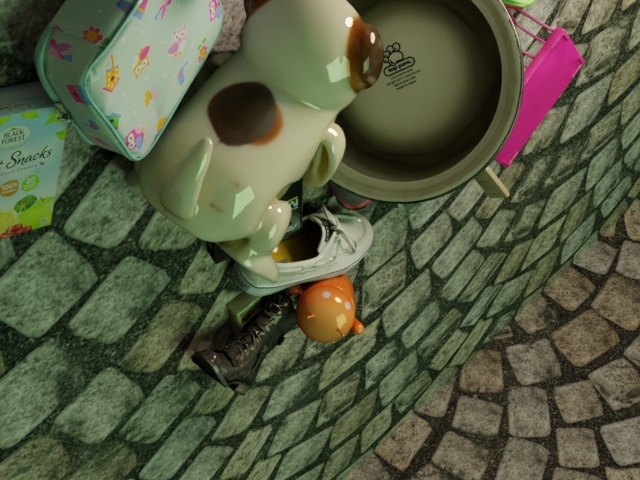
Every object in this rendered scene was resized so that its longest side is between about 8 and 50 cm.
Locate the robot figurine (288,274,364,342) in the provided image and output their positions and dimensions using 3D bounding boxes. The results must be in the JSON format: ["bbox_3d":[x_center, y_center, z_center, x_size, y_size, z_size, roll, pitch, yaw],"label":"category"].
[{"bbox_3d":[0.013,0.136,2.141,0.128,0.219,0.158,-15,110,6],"label":"robot figurine"}]

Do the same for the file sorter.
[{"bbox_3d":[0.397,-0.346,2.206,0.290,0.182,0.202,-55,153,7],"label":"file sorter"}]

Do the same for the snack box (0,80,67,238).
[{"bbox_3d":[-0.431,-0.095,1.328,0.174,0.070,0.207,-23,142,-45],"label":"snack box"}]

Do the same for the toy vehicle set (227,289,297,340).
[{"bbox_3d":[-0.086,0.112,2.209,0.267,0.035,0.166,-40,153,-20],"label":"toy vehicle set"}]

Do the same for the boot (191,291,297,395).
[{"bbox_3d":[-0.146,0.199,2.109,0.229,0.091,0.263,-52,158,-6],"label":"boot"}]

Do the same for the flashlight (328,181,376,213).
[{"bbox_3d":[0.038,-0.130,1.994,0.103,0.103,0.304,-11,167,17],"label":"flashlight"}]

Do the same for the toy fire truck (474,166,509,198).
[{"bbox_3d":[0.277,-0.194,2.064,0.159,0.217,0.246,-15,100,-32],"label":"toy fire truck"}]

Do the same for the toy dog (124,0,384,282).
[{"bbox_3d":[-0.096,-0.197,1.486,0.408,0.285,0.395,-55,163,-1],"label":"toy dog"}]

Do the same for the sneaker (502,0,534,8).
[{"bbox_3d":[0.399,-0.577,1.957,0.483,0.185,0.202,-31,131,-41],"label":"sneaker"}]

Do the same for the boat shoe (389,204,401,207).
[{"bbox_3d":[0.155,-0.143,2.227,0.075,0.083,0.226,-59,167,-9],"label":"boat shoe"}]

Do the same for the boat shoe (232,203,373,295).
[{"bbox_3d":[-0.006,-0.007,2.053,0.367,0.135,0.156,-17,157,-40],"label":"boat shoe"}]

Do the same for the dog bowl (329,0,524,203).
[{"bbox_3d":[0.142,-0.270,1.681,0.408,0.408,0.150,-59,169,17],"label":"dog bowl"}]

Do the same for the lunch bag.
[{"bbox_3d":[-0.242,-0.252,1.314,0.279,0.108,0.224,-61,160,-19],"label":"lunch bag"}]

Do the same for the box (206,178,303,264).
[{"bbox_3d":[-0.123,-0.058,1.868,0.191,0.045,0.184,-23,144,-20],"label":"box"}]
